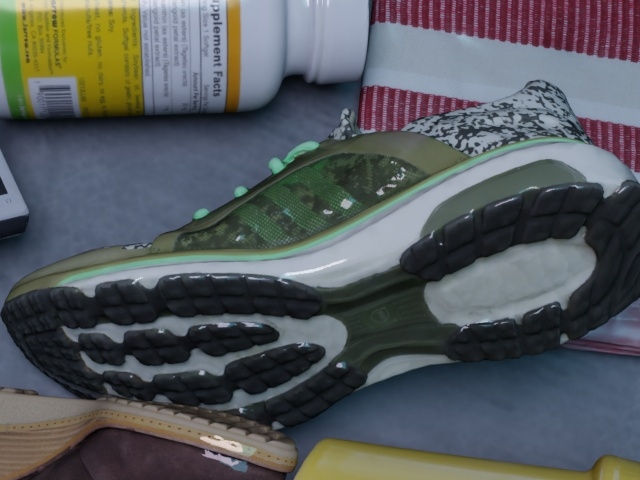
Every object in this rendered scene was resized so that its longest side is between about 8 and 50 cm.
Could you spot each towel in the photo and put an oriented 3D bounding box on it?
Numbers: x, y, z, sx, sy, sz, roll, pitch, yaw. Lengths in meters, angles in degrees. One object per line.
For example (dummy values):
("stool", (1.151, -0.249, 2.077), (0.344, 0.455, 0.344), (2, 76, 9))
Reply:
("towel", (0.145, -0.090, 0.866), (0.237, 0.037, 0.329), (9, 74, -3))

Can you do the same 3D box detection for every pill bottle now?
("pill bottle", (-0.097, -0.151, 0.793), (0.245, 0.136, 0.136), (-3, 77, -9))

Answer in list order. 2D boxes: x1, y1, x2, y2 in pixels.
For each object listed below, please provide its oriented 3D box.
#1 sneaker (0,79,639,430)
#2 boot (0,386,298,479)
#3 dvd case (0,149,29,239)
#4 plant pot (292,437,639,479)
("sneaker", (0.000, 0.000, 0.773), (0.410, 0.158, 0.182), (-12, 40, 8))
("boot", (-0.133, 0.195, 0.704), (0.248, 0.090, 0.207), (2, 81, 24))
("dvd case", (-0.309, -0.085, 0.750), (0.179, 0.029, 0.239), (-16, 64, -31))
("plant pot", (0.086, 0.228, 0.687), (0.239, 0.254, 0.254), (17, 75, 12))
